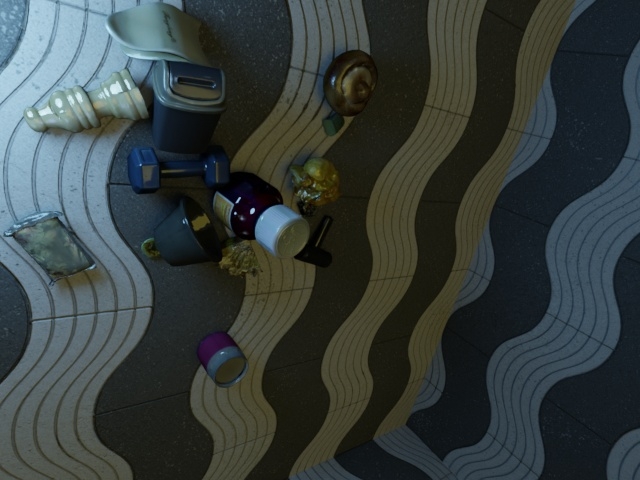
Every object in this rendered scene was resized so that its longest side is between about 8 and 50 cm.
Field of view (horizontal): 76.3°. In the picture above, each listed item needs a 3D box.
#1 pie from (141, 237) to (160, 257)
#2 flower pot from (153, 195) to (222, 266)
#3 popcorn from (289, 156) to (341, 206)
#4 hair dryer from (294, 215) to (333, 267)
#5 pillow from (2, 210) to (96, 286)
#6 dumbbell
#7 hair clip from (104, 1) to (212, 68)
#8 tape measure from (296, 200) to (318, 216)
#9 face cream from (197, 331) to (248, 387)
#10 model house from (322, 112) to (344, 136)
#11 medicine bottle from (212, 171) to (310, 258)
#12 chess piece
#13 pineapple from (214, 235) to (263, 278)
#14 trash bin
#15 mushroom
[{"bbox_3d":[-0.621,0.026,1.513,0.084,0.021,0.084,-20,126,-29],"label":"pie"},{"bbox_3d":[-0.486,-0.008,1.471,0.166,0.269,0.269,-28,132,2],"label":"flower pot"},{"bbox_3d":[-0.013,-0.253,1.716,0.190,0.191,0.254,-32,161,33],"label":"popcorn"},{"bbox_3d":[0.000,0.000,1.955,0.197,0.089,0.251,23,93,-43],"label":"hair dryer"},{"bbox_3d":[-0.856,0.022,1.301,0.169,0.059,0.255,-31,132,-21],"label":"pillow"},{"bbox_3d":[-0.475,-0.243,1.390,0.325,0.160,0.144,-12,91,-35],"label":"dumbbell"},{"bbox_3d":[-0.467,-0.599,1.189,0.282,0.113,0.172,-12,84,-23],"label":"hair clip"},{"bbox_3d":[-0.057,-0.152,1.836,0.091,0.054,0.094,-43,127,-8],"label":"tape measure"},{"bbox_3d":[-0.438,0.533,1.829,0.175,0.195,0.175,-21,126,-31],"label":"face cream"},{"bbox_3d":[0.061,-0.498,1.735,0.083,0.066,0.078,-47,126,-31],"label":"model house"},{"bbox_3d":[-0.225,-0.091,1.510,0.243,0.395,0.242,-22,131,-28],"label":"medicine bottle"},{"bbox_3d":[-0.678,-0.381,1.182,0.307,0.124,0.138,-26,161,-20],"label":"chess piece"},{"bbox_3d":[-0.342,0.063,1.696,0.236,0.114,0.186,22,100,-40],"label":"pineapple"},{"bbox_3d":[-0.411,-0.410,1.252,0.210,0.182,0.290,-4,151,-31],"label":"trash bin"},{"bbox_3d":[0.118,-0.626,1.631,0.253,0.153,0.253,-21,128,-30],"label":"mushroom"}]
